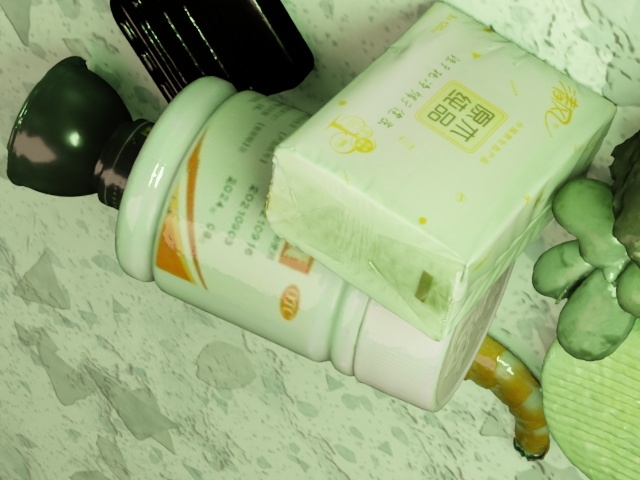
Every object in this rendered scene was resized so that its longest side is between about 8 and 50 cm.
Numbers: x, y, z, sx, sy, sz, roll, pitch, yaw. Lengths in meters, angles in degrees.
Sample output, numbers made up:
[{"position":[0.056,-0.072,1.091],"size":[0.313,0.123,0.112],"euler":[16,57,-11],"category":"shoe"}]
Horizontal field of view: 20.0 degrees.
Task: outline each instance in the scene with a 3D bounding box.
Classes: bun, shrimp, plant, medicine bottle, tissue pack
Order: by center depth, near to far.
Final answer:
[{"position":[0.261,-0.006,1.393],"size":[0.149,0.146,0.274],"euler":[35,144,-9],"category":"plant"},{"position":[0.095,-0.062,1.456],"size":[0.185,0.225,0.124],"euler":[35,144,15],"category":"tissue pack"},{"position":[0.300,0.140,1.555],"size":[0.221,0.108,0.221],"euler":[25,133,31],"category":"bun"},{"position":[0.000,0.000,1.606],"size":[0.316,0.202,0.202],"euler":[23,141,13],"category":"medicine bottle"},{"position":[0.157,0.148,1.776],"size":[0.161,0.049,0.166],"euler":[5,136,42],"category":"shrimp"}]

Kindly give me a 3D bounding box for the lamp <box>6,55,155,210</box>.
[{"position":[-0.186,-0.067,1.842],"size":[0.227,0.147,0.172],"euler":[28,136,12],"category":"lamp"}]

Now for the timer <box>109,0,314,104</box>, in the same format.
[{"position":[-0.101,-0.196,1.685],"size":[0.187,0.055,0.144],"euler":[-10,120,46],"category":"timer"}]
